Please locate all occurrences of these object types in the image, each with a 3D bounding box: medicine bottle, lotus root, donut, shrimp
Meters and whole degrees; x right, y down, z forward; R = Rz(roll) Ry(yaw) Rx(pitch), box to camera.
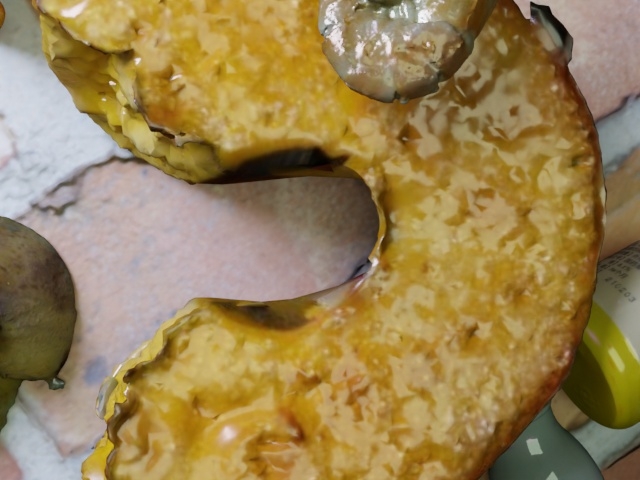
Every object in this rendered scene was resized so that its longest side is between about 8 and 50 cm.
[{"bbox_3d":[0.290,0.051,0.634,0.213,0.122,0.121,-28,95,-9],"label":"medicine bottle"},{"bbox_3d":[-0.283,0.064,0.561,0.204,0.078,0.183,13,90,-11],"label":"lotus root"},{"bbox_3d":[0.000,0.000,0.568,0.378,0.163,0.434,0,89,-11],"label":"donut"},{"bbox_3d":[0.068,-0.165,0.490,0.099,0.041,0.180,35,82,7],"label":"shrimp"},{"bbox_3d":[0.185,0.207,0.634,0.090,0.090,0.216,-25,95,-8],"label":"medicine bottle"}]

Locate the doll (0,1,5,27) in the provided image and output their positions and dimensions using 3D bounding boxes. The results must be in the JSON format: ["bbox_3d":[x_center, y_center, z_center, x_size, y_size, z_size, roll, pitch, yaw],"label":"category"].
[{"bbox_3d":[-0.268,-0.297,0.517,0.167,0.162,0.269,21,93,21],"label":"doll"}]
